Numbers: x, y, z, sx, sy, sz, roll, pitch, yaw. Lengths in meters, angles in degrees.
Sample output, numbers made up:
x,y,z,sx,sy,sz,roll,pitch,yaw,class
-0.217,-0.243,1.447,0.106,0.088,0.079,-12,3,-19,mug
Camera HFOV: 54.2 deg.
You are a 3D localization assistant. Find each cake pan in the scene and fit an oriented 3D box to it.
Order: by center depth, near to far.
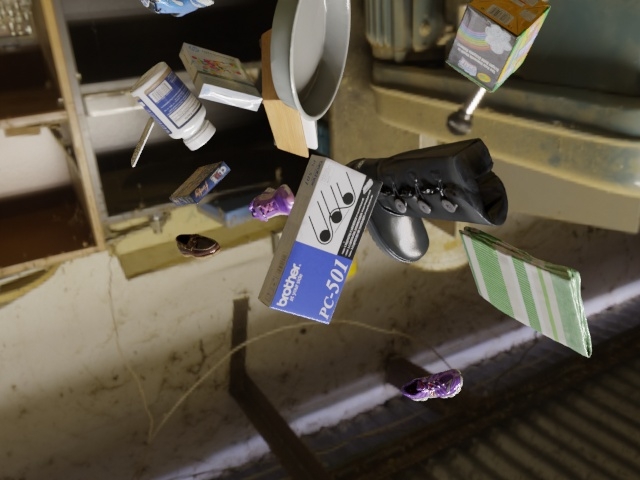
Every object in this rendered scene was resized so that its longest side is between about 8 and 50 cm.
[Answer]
x,y,z,sx,sy,sz,roll,pitch,yaw,class
-0.017,-0.373,1.167,0.054,0.293,0.293,13,-151,17,cake pan

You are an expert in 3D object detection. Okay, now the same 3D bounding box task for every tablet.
x,y,z,sx,sy,sz,roll,pitch,yaw,class
-0.298,-0.166,1.046,0.006,0.083,0.054,23,-167,-25,tablet

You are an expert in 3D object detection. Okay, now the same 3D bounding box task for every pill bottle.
x,y,z,sx,sy,sz,roll,pitch,yaw,class
-0.209,-0.191,0.905,0.067,0.120,0.067,-30,-150,20,pill bottle

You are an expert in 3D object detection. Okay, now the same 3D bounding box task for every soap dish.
x,y,z,sx,sy,sz,roll,pitch,yaw,class
-0.077,-0.373,1.577,0.118,0.229,0.291,-5,161,3,soap dish

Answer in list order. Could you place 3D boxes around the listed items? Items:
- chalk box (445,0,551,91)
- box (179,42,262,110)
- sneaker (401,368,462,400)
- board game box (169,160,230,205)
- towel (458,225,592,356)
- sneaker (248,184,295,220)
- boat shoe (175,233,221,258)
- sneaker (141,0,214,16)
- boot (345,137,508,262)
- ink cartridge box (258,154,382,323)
x,y,z,sx,sy,sz,roll,pitch,yaw,class
0.369,-0.423,1.343,0.132,0.213,0.132,39,-114,14,chalk box
-0.228,-0.371,1.420,0.145,0.038,0.186,7,-143,-34,box
0.283,0.373,1.596,0.169,0.068,0.071,-28,150,30,sneaker
-0.418,-0.193,2.149,0.165,0.042,0.243,-49,-158,-19,board game box
0.463,0.106,1.430,0.038,0.248,0.324,-36,-146,-17,towel
-0.142,-0.100,1.823,0.104,0.095,0.236,-28,-168,-22,sneaker
-0.401,0.014,2.013,0.206,0.073,0.073,-1,-149,44,boat shoe
-0.370,-0.602,1.478,0.147,0.130,0.330,-31,175,9,sneaker
0.291,-0.077,1.579,0.445,0.367,0.146,-2,-133,54,boot
0.000,0.000,0.839,0.097,0.207,0.046,19,-177,-31,ink cartridge box
